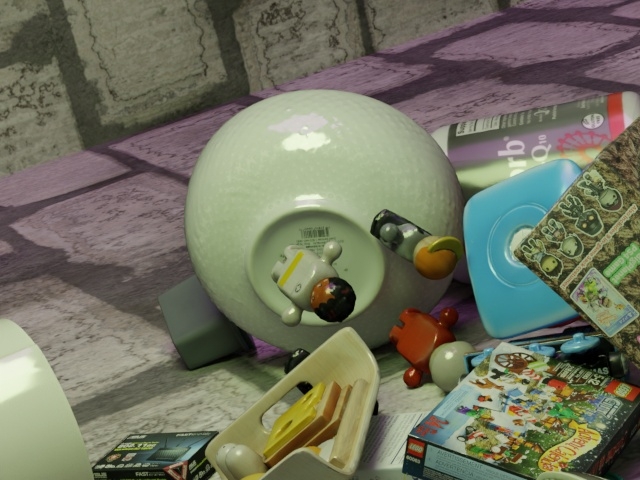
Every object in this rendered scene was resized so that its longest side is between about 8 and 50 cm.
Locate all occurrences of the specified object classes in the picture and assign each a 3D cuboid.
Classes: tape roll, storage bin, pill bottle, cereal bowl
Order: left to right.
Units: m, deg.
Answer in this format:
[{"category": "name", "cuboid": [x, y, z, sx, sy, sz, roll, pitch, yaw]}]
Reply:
[{"category": "tape roll", "cuboid": [-0.353, 0.220, 1.859, 0.169, 0.246, 0.246, -21, 18, -26]}, {"category": "storage bin", "cuboid": [-0.147, 0.103, 2.347, 0.091, 0.098, 0.135, -26, 39, 1]}, {"category": "cereal bowl", "cuboid": [0.000, 0.000, 2.165, 0.339, 0.339, 0.141, -10, 27, 12]}, {"category": "pill bottle", "cuboid": [0.249, -0.058, 2.351, 0.362, 0.210, 0.210, -10, 17, 13]}]

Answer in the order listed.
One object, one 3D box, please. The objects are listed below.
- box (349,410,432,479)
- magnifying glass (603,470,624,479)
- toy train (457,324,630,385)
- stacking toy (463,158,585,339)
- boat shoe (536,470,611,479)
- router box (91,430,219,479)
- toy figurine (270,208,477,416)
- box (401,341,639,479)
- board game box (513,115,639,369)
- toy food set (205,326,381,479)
[{"category": "box", "cuboid": [0.080, 0.225, 1.790, 0.137, 0.072, 0.126, -8, 19, 23]}, {"category": "magnifying glass", "cuboid": [0.226, 0.263, 1.637, 0.092, 0.026, 0.231, -9, 15, 15]}, {"category": "toy train", "cuboid": [0.239, 0.138, 1.953, 0.184, 0.080, 0.105, -11, 7, 18]}, {"category": "stacking toy", "cuboid": [0.312, 0.030, 2.063, 0.165, 0.175, 0.302, -23, -24, 35]}, {"category": "boat shoe", "cuboid": [0.271, 0.250, 1.519, 0.068, 0.081, 0.227, -12, 27, -35]}, {"category": "router box", "cuboid": [-0.177, 0.244, 1.997, 0.122, 0.038, 0.092, -5, 18, 28]}, {"category": "toy figurine", "cuboid": [0.062, 0.088, 2.023, 0.213, 0.210, 0.148, -17, 27, -20]}, {"category": "box", "cuboid": [0.197, 0.178, 1.732, 0.159, 0.044, 0.233, 17, 26, 22]}, {"category": "board game box", "cuboid": [0.373, 0.024, 1.797, 0.141, 0.291, 0.232, -52, -7, 35]}, {"category": "toy food set", "cuboid": [-0.061, 0.207, 1.754, 0.219, 0.092, 0.306, -42, 9, 19]}]
